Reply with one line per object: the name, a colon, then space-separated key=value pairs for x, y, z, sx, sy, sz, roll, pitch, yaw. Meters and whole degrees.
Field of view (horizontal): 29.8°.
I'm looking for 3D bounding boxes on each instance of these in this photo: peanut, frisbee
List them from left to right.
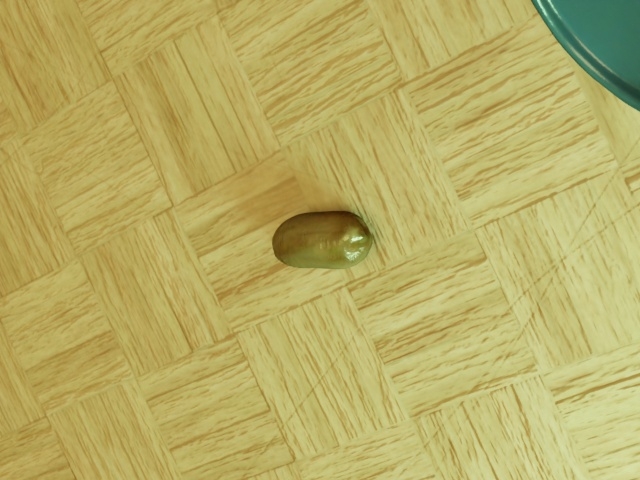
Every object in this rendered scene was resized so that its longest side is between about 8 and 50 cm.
peanut: x=0.000 y=0.000 z=1.561 sx=0.152 sy=0.076 sz=0.076 roll=-3 pitch=101 yaw=35
frisbee: x=0.321 y=-0.239 z=1.247 sx=0.049 sy=0.289 sz=0.289 roll=-43 pitch=79 yaw=-9
